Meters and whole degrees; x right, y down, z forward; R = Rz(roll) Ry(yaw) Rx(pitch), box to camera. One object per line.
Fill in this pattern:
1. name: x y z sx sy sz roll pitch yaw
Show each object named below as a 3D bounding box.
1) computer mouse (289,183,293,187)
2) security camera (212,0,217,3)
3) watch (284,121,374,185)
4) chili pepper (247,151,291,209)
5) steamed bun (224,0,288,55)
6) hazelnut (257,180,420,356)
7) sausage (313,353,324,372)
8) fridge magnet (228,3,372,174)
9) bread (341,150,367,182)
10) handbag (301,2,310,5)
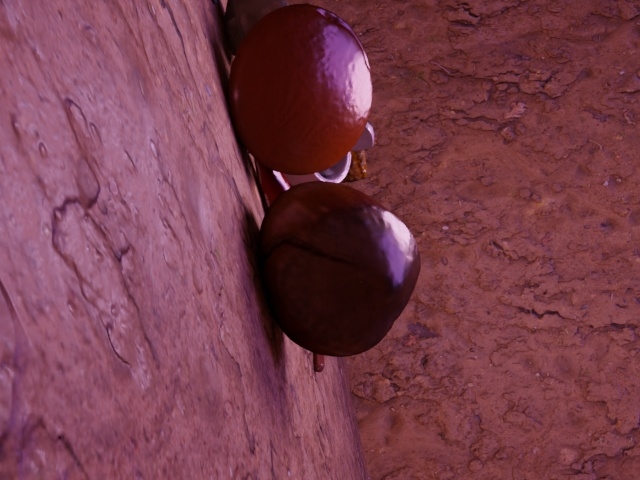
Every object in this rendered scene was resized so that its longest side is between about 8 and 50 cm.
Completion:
1. computer mouse: -0.091 -0.195 1.810 0.389 0.115 0.199 48 38 -41
2. security camera: -0.197 -0.557 1.454 0.058 0.092 0.058 -12 90 -89
3. watch: 0.013 -0.241 1.710 0.244 0.196 0.231 39 55 -42
4. chili pepper: -0.093 -0.043 1.579 0.368 0.092 0.137 71 23 -8
5. steamed bun: -0.154 -0.484 1.548 0.218 0.144 0.211 49 -14 27
6. hazelnut: 0.024 0.055 1.333 0.372 0.316 0.372 178 -90 -65
7. sausage: -0.005 0.345 1.967 0.147 0.035 0.030 -96 -163 -69
8. fridge magnet: -0.042 -0.323 1.440 0.155 0.364 0.363 25 -45 52
9. bread: -0.020 -0.314 1.992 0.207 0.279 0.279 -97 174 -62
10. handbag: -0.117 -0.559 1.772 0.059 0.213 0.157 75 4 -49
